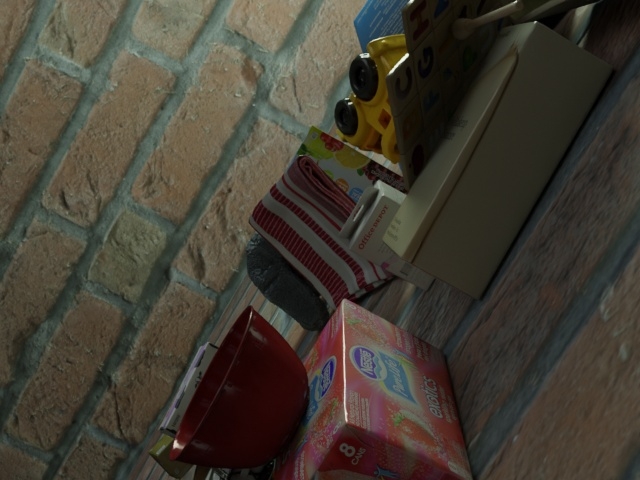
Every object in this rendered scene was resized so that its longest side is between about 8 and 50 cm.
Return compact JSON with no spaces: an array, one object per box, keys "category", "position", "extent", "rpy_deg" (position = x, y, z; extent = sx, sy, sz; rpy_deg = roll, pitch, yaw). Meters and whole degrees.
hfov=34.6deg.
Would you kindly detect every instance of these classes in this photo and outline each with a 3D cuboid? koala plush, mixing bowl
[{"category":"koala plush","position":[-0.040,0.047,1.988],"extent":[0.196,0.203,0.221],"rpy_deg":[-61,-3,1]},{"category":"mixing bowl","position":[-0.074,0.171,1.082],"extent":[0.181,0.098,0.181],"rpy_deg":[-58,9,15]}]

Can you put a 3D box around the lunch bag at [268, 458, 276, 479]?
[{"category":"lunch bag","position":[-0.050,0.385,1.177],"extent":[0.243,0.115,0.303],"rpy_deg":[-59,10,26]}]

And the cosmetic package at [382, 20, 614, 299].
[{"category":"cosmetic package","position":[0.205,-0.097,1.235],"extent":[0.310,0.113,0.160],"rpy_deg":[-62,9,4]}]

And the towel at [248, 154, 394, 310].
[{"category":"towel","position":[0.000,0.000,1.683],"extent":[0.037,0.237,0.329],"rpy_deg":[-46,2,-23]}]

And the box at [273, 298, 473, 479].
[{"category":"box","position":[0.048,0.204,1.077],"extent":[0.154,0.142,0.300],"rpy_deg":[-58,9,18]}]

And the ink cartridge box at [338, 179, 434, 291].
[{"category":"ink cartridge box","position":[0.105,-0.013,1.422],"extent":[0.092,0.143,0.090],"rpy_deg":[-58,9,15]}]

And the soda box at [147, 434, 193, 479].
[{"category":"soda box","position":[-0.210,0.326,1.786],"extent":[0.181,0.061,0.058],"rpy_deg":[-45,15,-21]}]

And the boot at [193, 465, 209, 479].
[{"category":"boot","position":[-0.179,0.418,1.895],"extent":[0.211,0.104,0.295],"rpy_deg":[-61,3,43]}]

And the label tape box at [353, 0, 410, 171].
[{"category":"label tape box","position":[0.197,-0.337,1.891],"extent":[0.249,0.115,0.348],"rpy_deg":[-48,53,54]}]

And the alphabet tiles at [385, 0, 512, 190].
[{"category":"alphabet tiles","position":[0.183,-0.232,1.365],"extent":[0.342,0.011,0.285],"rpy_deg":[-50,-39,-37]}]

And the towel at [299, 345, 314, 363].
[{"category":"towel","position":[-0.002,0.176,1.705],"extent":[0.113,0.023,0.152],"rpy_deg":[-39,-1,-25]}]

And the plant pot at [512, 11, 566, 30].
[{"category":"plant pot","position":[0.269,-0.380,1.567],"extent":[0.187,0.167,0.188],"rpy_deg":[-54,12,41]}]

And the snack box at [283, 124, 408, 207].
[{"category":"snack box","position":[0.031,-0.078,1.826],"extent":[0.175,0.207,0.070],"rpy_deg":[-59,2,2]}]

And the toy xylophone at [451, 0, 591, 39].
[{"category":"toy xylophone","position":[0.290,-0.325,1.240],"extent":[0.236,0.081,0.322],"rpy_deg":[-19,4,-17]}]

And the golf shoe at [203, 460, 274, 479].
[{"category":"golf shoe","position":[-0.098,0.275,1.152],"extent":[0.198,0.077,0.094],"rpy_deg":[-81,17,-55]}]

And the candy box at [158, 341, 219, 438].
[{"category":"candy box","position":[-0.149,0.291,1.740],"extent":[0.165,0.196,0.070],"rpy_deg":[-65,11,-19]}]

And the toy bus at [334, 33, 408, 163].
[{"category":"toy bus","position":[0.144,-0.205,1.744],"extent":[0.211,0.149,0.220],"rpy_deg":[59,145,30]}]
